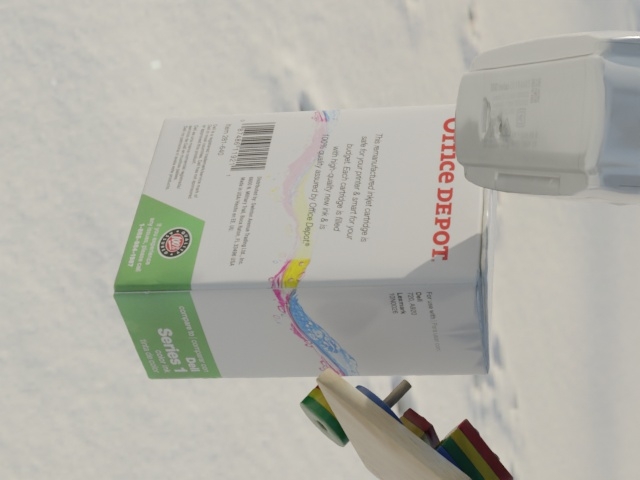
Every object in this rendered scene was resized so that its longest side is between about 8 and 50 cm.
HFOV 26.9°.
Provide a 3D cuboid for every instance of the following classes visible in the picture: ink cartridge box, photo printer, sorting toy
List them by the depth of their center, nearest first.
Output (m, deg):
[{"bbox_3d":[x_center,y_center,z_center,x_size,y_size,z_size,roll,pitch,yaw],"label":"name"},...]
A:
[{"bbox_3d":[0.079,0.146,0.874,0.046,0.274,0.132,-44,142,-14],"label":"sorting toy"},{"bbox_3d":[0.272,-0.074,0.886,0.256,0.307,0.107,-160,-107,-77],"label":"photo printer"},{"bbox_3d":[0.000,0.000,1.065,0.117,0.278,0.201,77,16,-44],"label":"ink cartridge box"}]
